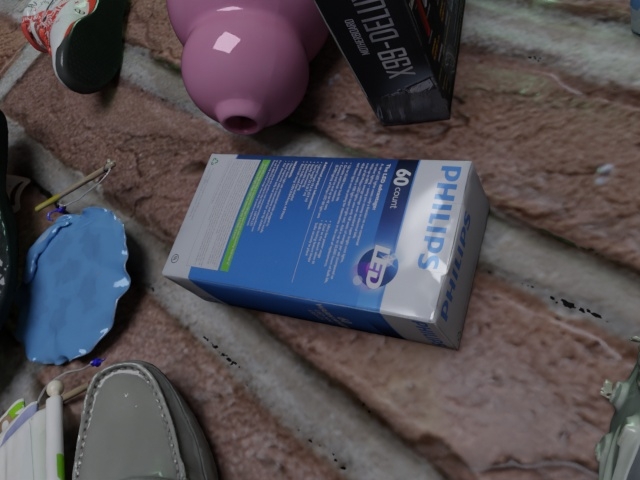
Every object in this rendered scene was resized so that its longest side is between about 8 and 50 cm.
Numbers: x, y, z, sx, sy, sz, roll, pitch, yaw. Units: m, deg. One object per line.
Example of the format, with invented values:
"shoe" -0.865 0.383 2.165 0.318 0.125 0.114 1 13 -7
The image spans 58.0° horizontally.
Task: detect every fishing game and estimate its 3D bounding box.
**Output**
"fishing game" -0.273 0.051 0.643 0.189 0.041 0.264 -28 60 20

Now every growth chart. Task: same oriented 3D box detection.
"growth chart" -0.302 0.233 0.526 0.237 0.021 0.172 -40 44 19

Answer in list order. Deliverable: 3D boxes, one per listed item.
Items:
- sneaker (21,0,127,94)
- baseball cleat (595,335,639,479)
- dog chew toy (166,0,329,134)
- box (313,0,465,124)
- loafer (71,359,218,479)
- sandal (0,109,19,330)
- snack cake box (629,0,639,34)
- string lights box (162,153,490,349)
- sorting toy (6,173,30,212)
"sneaker" -0.375 -0.295 0.853 0.145 0.090 0.270 -16 54 20
"baseball cleat" 0.207 0.161 0.328 0.109 0.072 0.206 18 75 17
"dog chew toy" -0.073 -0.270 0.622 0.206 0.206 0.332 -7 68 24
"box" 0.075 -0.303 0.531 0.076 0.242 0.307 0 65 27
"loafer" -0.130 0.224 0.420 0.112 0.111 0.319 -24 56 -2
"sandal" -0.435 -0.004 0.706 0.167 0.107 0.446 -14 57 -1
"snack cake box" 0.373 -0.162 0.396 0.152 0.089 0.264 -38 53 6
"string lights box" 0.000 0.000 0.505 0.259 0.077 0.133 7 68 30
"sorting toy" -0.442 -0.065 0.796 0.075 0.045 0.083 3 64 7
